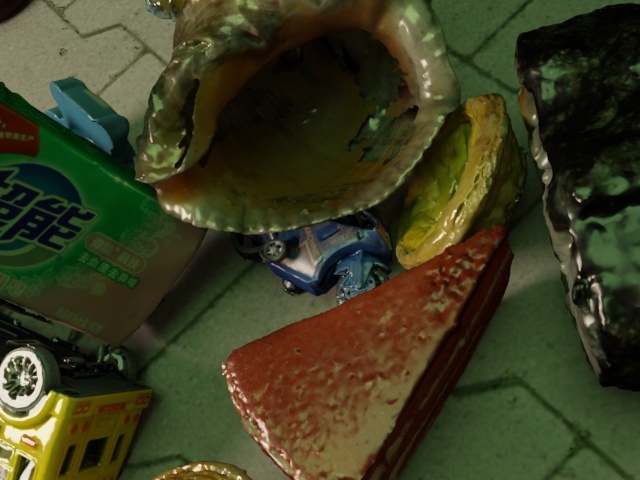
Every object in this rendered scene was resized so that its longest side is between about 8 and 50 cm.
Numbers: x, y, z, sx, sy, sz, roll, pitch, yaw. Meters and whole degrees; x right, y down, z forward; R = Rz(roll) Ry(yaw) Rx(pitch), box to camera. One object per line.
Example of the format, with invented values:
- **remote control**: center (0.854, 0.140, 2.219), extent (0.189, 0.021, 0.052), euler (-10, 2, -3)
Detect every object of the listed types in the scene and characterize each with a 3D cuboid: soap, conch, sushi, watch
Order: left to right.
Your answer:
- **watch**: center (-0.299, -0.052, 0.786), extent (0.211, 0.211, 0.193), euler (35, 62, 28)
- **soap**: center (-0.250, -0.024, 0.668), extent (0.218, 0.273, 0.098), euler (-55, 43, -2)
- **conch**: center (-0.025, -0.163, 0.709), extent (0.297, 0.210, 0.352), euler (37, 94, -1)
- **sushi**: center (0.269, -0.050, 0.594), extent (0.171, 0.211, 0.350), euler (-12, 53, 18)

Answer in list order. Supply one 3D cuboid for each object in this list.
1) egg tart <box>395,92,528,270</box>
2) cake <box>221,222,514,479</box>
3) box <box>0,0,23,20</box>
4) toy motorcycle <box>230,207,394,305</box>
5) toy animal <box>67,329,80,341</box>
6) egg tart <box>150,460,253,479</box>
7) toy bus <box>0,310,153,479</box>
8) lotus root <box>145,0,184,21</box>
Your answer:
- **egg tart**: center (0.138, -0.050, 0.678), extent (0.074, 0.191, 0.191), euler (22, 70, -11)
- **cake**: center (0.043, 0.093, 0.627), extent (0.159, 0.158, 0.262), euler (27, 74, 25)
- **box**: center (-0.600, -0.469, 1.127), extent (0.404, 0.108, 0.263), euler (19, 72, 25)
- **toy motorcycle**: center (0.000, 0.000, 0.731), extent (0.205, 0.076, 0.114), euler (27, 71, 32)
- **toy animal**: center (-0.268, 0.092, 0.799), extent (0.084, 0.028, 0.050), euler (35, 71, 29)
- **egg tart**: center (-0.081, 0.331, 0.580), extent (0.297, 0.132, 0.297), euler (-5, 78, 23)
- **toy bus**: center (-0.349, 0.142, 0.732), extent (0.330, 0.144, 0.152), euler (18, 90, 22)
- **lotus root**: center (-0.053, -0.309, 0.860), extent (0.322, 0.140, 0.158), euler (-15, 45, 16)
